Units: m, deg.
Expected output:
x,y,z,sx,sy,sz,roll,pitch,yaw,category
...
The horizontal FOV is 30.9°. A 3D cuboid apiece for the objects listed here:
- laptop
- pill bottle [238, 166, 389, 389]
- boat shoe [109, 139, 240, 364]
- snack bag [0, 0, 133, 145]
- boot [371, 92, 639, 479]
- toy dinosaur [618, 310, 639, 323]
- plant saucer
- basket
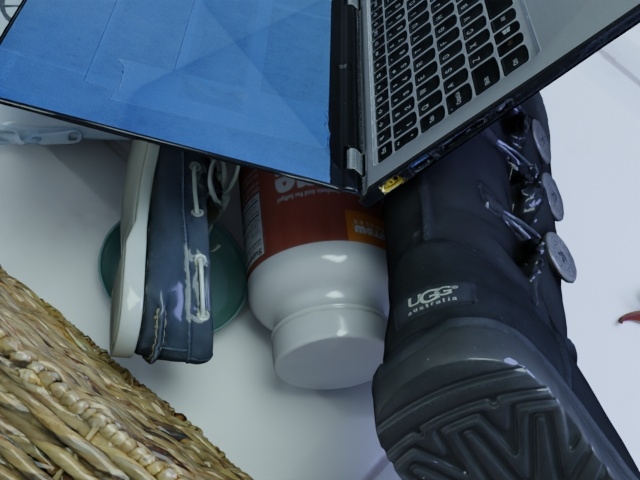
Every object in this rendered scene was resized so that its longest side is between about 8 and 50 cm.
x,y,z,sx,sy,sz,roll,pitch,yaw,category
0.007,-0.228,0.871,0.236,0.408,0.382,46,24,-25,laptop
0.000,0.000,0.908,0.121,0.121,0.216,4,57,-19,pill bottle
-0.106,-0.024,0.867,0.079,0.095,0.254,11,50,-15,boat shoe
-0.137,-0.216,1.050,0.323,0.037,0.342,0,59,-21,snack bag
0.151,0.064,0.899,0.146,0.367,0.445,-19,33,14,boot
0.325,0.073,1.052,0.090,0.047,0.082,-42,88,-3,toy dinosaur
-0.116,0.028,0.906,0.119,0.021,0.119,10,55,-14,plant saucer
-0.211,0.161,0.739,0.299,0.223,0.213,38,86,5,basket
